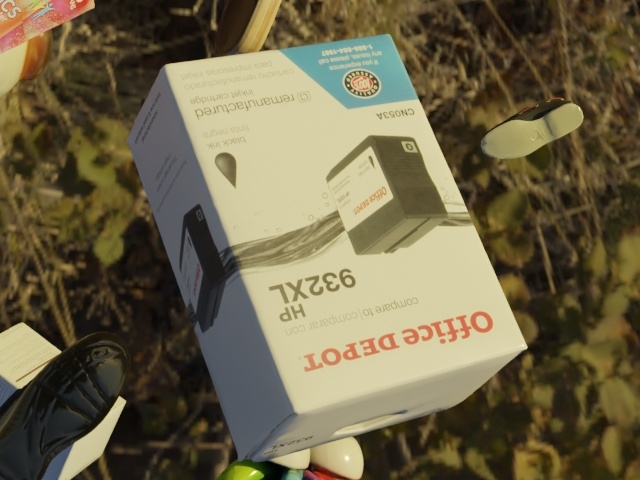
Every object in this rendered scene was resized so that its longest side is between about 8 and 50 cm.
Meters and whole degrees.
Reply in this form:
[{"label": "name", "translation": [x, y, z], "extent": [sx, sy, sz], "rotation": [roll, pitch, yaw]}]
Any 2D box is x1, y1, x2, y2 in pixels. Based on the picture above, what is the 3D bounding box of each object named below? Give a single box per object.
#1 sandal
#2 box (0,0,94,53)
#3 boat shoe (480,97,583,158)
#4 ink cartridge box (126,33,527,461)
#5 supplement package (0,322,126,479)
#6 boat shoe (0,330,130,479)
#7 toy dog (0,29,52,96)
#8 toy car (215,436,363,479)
[{"label": "sandal", "translation": [-0.011, -0.266, 1.223], "extent": [0.079, 0.088, 0.240], "rotation": [20, 101, -33]}, {"label": "box", "translation": [-0.350, -0.315, 1.218], "extent": [0.142, 0.300, 0.154], "rotation": [-32, 147, -27]}, {"label": "boat shoe", "translation": [0.257, -0.138, 1.653], "extent": [0.133, 0.042, 0.049], "rotation": [-22, 113, -5]}, {"label": "ink cartridge box", "translation": [0.000, 0.000, 1.112], "extent": [0.223, 0.307, 0.129], "rotation": [-12, 159, -28]}, {"label": "supplement package", "translation": [-0.357, 0.208, 1.690], "extent": [0.179, 0.105, 0.105], "rotation": [35, 121, 13]}, {"label": "boat shoe", "translation": [-0.267, 0.170, 1.233], "extent": [0.073, 0.223, 0.080], "rotation": [-2, 134, 51]}, {"label": "toy dog", "translation": [-0.515, -0.171, 1.580], "extent": [0.284, 0.395, 0.408], "rotation": [33, 96, -35]}, {"label": "toy car", "translation": [-0.020, 0.257, 1.243], "extent": [0.182, 0.136, 0.159], "rotation": [21, 93, -47]}]
